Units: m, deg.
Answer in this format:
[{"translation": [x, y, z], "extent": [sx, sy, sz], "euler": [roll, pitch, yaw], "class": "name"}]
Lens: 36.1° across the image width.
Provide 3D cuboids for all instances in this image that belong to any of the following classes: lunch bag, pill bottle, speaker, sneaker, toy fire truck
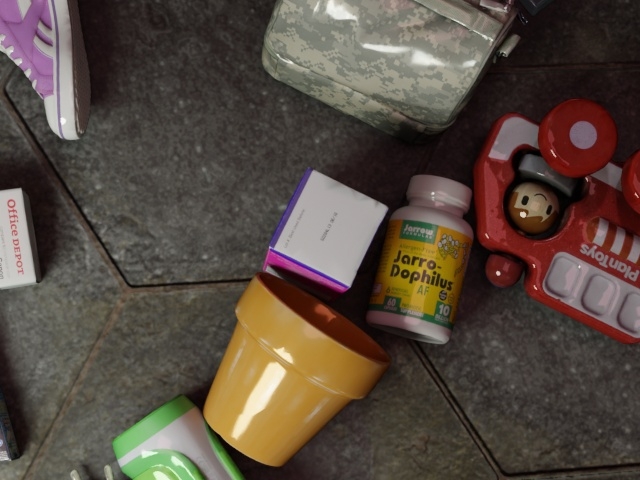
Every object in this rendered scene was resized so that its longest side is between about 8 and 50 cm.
[{"translation": [0.090, -0.285, 1.286], "extent": [0.305, 0.256, 0.212], "euler": [27, 80, -1], "class": "lunch bag"}, {"translation": [0.139, 0.024, 1.315], "extent": [0.117, 0.117, 0.208], "euler": [15, 80, -3], "class": "pill bottle"}, {"translation": [-0.136, 0.345, 1.236], "extent": [0.131, 0.131, 0.296], "euler": [-34, 86, -9], "class": "speaker"}, {"translation": [-0.401, -0.255, 1.321], "extent": [0.161, 0.102, 0.282], "euler": [-11, 72, -4], "class": "sneaker"}, {"translation": [0.340, -0.029, 1.311], "extent": [0.302, 0.169, 0.254], "euler": [26, 80, -5], "class": "toy fire truck"}]

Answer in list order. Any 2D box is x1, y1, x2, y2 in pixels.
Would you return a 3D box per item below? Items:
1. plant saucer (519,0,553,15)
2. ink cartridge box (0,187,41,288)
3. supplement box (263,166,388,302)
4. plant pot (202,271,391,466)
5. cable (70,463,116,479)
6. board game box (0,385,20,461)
[{"translation": [0.365, -0.413, 1.453], "extent": [0.192, 0.018, 0.067], "euler": [-38, 86, -9], "class": "plant saucer"}, {"translation": [-0.461, 0.006, 1.270], "extent": [0.175, 0.072, 0.127], "euler": [-9, 88, -12], "class": "ink cartridge box"}, {"translation": [0.000, 0.000, 1.254], "extent": [0.114, 0.220, 0.111], "euler": [27, 81, -2], "class": "supplement box"}, {"translation": [-0.046, 0.173, 1.246], "extent": [0.205, 0.205, 0.188], "euler": [33, 95, 0], "class": "plant pot"}, {"translation": [-0.248, 0.423, 1.243], "extent": [0.139, 0.072, 0.287], "euler": [-23, 92, 16], "class": "cable"}, {"translation": [-0.491, 0.191, 1.259], "extent": [0.194, 0.060, 0.194], "euler": [-3, 81, -6], "class": "board game box"}]
